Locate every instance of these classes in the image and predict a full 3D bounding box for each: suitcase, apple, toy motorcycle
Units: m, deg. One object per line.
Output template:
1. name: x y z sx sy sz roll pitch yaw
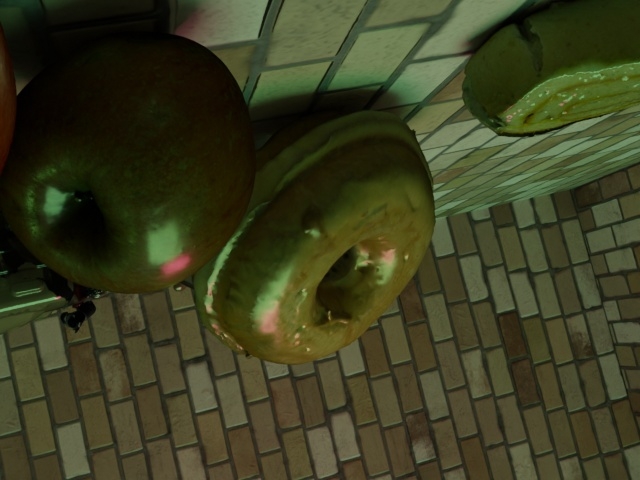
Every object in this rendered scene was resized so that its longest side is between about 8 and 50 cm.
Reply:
1. suitcase: -0.566 0.070 1.215 0.351 0.194 0.339 -11 176 -22
2. apple: -0.165 -0.073 0.670 0.237 0.237 0.207 -17 -154 33
3. toy motorcycle: -0.455 0.074 1.532 0.207 0.134 0.401 -19 -162 31

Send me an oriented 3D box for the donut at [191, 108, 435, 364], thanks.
1. donut: 0.000 0.000 1.124 0.449 0.198 0.449 -31 147 -23

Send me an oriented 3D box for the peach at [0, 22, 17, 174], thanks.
1. peach: -0.317 -0.057 0.492 0.361 0.201 0.257 -18 172 36

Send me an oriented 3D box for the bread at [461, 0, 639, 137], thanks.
1. bread: 0.298 -0.211 0.900 0.257 0.124 0.186 -13 168 6

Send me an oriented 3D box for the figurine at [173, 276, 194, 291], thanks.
1. figurine: -0.233 -0.010 1.326 0.380 0.203 0.248 -3 177 44
